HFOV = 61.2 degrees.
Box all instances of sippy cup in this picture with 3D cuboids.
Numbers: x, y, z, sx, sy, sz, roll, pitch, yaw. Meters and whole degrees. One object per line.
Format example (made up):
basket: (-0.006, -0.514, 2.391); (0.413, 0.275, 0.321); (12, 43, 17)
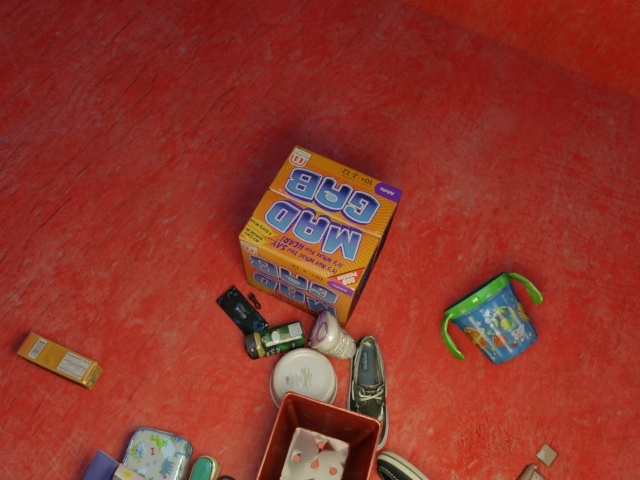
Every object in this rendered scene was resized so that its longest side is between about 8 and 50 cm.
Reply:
sippy cup: (0.541, 0.250, 1.676); (0.305, 0.240, 0.224); (-38, 80, 21)

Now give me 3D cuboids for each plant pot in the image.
plant pot: (-0.009, 0.591, 1.452); (0.267, 0.236, 0.267); (17, 64, 5)

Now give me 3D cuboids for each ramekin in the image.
ramekin: (-0.049, 0.419, 1.607); (0.207, 0.109, 0.207); (1, 64, -3)

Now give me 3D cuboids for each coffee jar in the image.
coffee jar: (-0.141, 0.308, 1.663); (0.184, 0.096, 0.079); (-13, 70, -9)

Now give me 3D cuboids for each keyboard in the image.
keyboard: (-0.241, 0.224, 1.742); (0.108, 0.023, 0.180); (-41, 73, -14)

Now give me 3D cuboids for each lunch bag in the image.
lunch bag: (-0.460, 0.634, 1.484); (0.176, 0.090, 0.219); (12, 64, 2)

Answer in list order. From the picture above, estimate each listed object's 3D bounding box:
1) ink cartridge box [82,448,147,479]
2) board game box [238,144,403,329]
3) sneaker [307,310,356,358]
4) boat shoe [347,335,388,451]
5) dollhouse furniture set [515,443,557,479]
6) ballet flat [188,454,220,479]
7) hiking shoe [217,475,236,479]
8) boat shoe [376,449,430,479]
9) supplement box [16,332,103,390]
ink cartridge box: (-0.522, 0.748, 1.373); (0.307, 0.072, 0.304); (27, 92, 7)
board game box: (0.000, 0.000, 1.680); (0.356, 0.356, 0.356); (24, 64, 9)
sneaker: (0.045, 0.282, 1.577); (0.152, 0.305, 0.114); (25, 80, 2)
boat shoe: (0.135, 0.444, 1.599); (0.121, 0.119, 0.335); (-4, 64, -5)
dollhouse furniture set: (0.648, 0.778, 1.434); (0.303, 0.174, 0.355); (41, 68, 15)
ballet flat: (-0.340, 0.709, 1.461); (0.086, 0.086, 0.248); (21, 69, 7)
hiking shoe: (-0.218, 0.733, 1.435); (0.086, 0.114, 0.227); (-24, 67, -15)
boat shoe: (0.286, 0.771, 1.384); (0.156, 0.187, 0.500); (-28, 59, -18)
supplement box: (-0.772, 0.361, 1.610); (0.233, 0.078, 0.080); (24, 61, 8)
